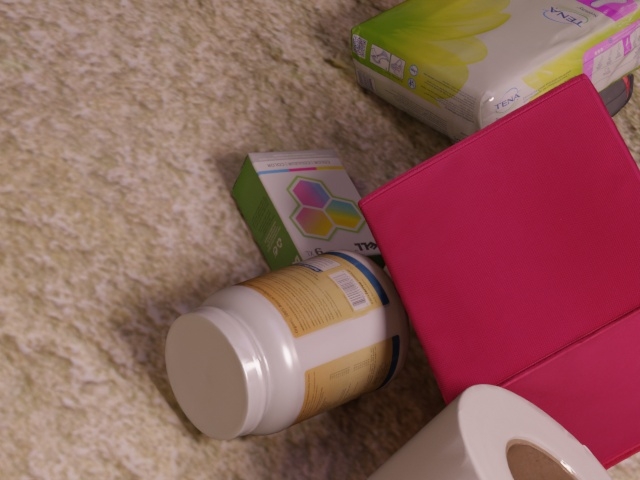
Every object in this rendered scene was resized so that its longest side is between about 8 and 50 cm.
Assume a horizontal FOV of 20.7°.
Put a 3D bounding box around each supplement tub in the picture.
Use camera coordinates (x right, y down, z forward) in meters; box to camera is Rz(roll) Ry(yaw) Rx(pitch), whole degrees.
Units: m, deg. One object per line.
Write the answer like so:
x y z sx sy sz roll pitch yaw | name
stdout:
-0.031 0.098 1.647 0.200 0.144 0.144 -18 58 -39 | supplement tub

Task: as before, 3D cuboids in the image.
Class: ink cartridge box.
0.000 0.000 1.822 0.109 0.062 0.209 -5 51 -31 | ink cartridge box

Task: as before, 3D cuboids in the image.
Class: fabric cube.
0.230 0.052 1.675 0.259 0.254 0.258 48 15 -53 | fabric cube

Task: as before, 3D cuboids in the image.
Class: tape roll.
0.146 0.266 1.467 0.246 0.169 0.246 38 22 -18 | tape roll

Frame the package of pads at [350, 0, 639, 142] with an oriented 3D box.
0.217 -0.225 2.051 0.296 0.101 0.229 -31 46 -29 | package of pads

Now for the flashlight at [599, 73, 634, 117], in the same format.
0.310 -0.124 2.075 0.103 0.103 0.304 25 41 -6 | flashlight
